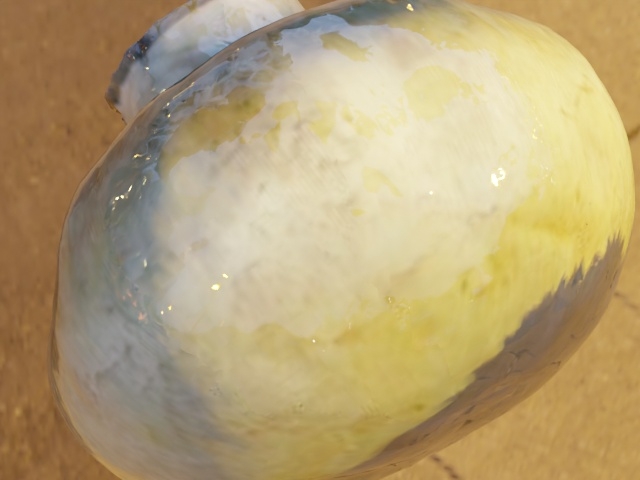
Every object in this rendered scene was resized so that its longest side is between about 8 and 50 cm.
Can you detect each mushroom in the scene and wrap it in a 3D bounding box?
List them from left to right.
[{"bbox_3d":[0.000,0.000,1.023,0.352,0.352,0.260,-27,74,-24],"label":"mushroom"}]
